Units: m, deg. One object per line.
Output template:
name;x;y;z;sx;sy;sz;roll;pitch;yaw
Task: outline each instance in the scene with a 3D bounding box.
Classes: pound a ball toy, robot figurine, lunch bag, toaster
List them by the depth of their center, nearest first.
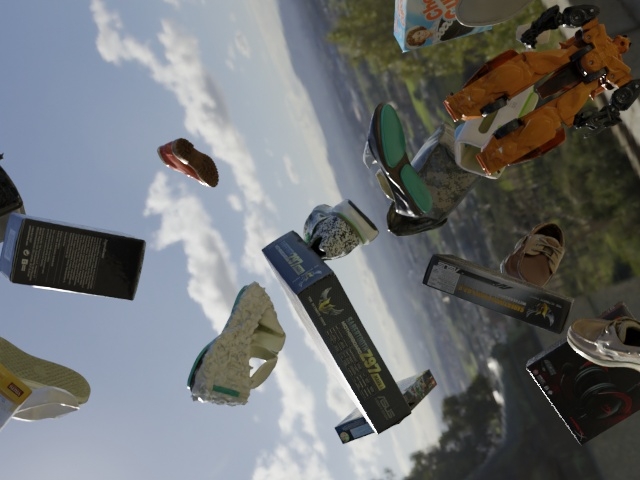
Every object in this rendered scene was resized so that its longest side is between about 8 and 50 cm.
robot figurine;0.354;-0.239;1.379;0.211;0.291;0.085;59;-176;-2
toaster;-0.785;-0.084;2.048;0.168;0.186;0.110;50;155;27
pound a ball toy;0.419;-0.338;2.055;0.319;0.136;0.208;-61;-22;-21
lunch bag;0.294;-0.143;2.329;0.169;0.287;0.235;37;-157;-4

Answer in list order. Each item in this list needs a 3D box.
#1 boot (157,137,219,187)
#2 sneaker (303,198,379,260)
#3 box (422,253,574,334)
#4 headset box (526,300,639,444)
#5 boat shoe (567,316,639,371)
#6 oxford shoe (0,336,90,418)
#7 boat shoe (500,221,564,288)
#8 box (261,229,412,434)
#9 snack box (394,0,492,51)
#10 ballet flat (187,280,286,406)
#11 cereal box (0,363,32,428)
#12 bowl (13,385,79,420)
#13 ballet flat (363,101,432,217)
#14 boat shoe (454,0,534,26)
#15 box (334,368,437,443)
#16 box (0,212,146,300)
boot;-0.299;-0.173;1.986;0.158;0.085;0.059;44;-129;-37
sneaker;0.000;0.000;2.400;0.158;0.182;0.410;52;162;-4
box;0.299;0.085;1.446;0.056;0.231;0.183;-71;-17;4
headset box;0.656;0.292;1.998;0.218;0.293;0.110;56;-166;8
boat shoe;0.615;0.197;1.745;0.302;0.109;0.098;21;139;57
oxford shoe;-0.836;0.360;2.329;0.449;0.130;0.169;32;-158;-27
boat shoe;0.518;0.037;2.095;0.123;0.116;0.324;36;-151;0
box;0.018;0.115;1.135;0.232;0.059;0.183;60;174;-22
snack box;0.230;-0.491;1.552;0.322;0.187;0.060;86;165;-56
ballet flat;-0.143;0.213;1.732;0.409;0.147;0.147;-62;-47;-66
cereal box;-0.708;0.314;1.810;0.173;0.240;0.047;43;-135;-6
bowl;-0.679;0.397;2.137;0.142;0.142;0.053;51;-155;-69
ballet flat;0.147;-0.163;1.873;0.095;0.096;0.280;-50;-55;-40
boat shoe;0.301;-0.392;1.374;0.075;0.206;0.065;61;179;-6
box;0.152;0.375;1.986;0.233;0.159;0.044;-25;-93;-59
box;-0.421;0.026;1.477;0.153;0.207;0.108;11;89;63
